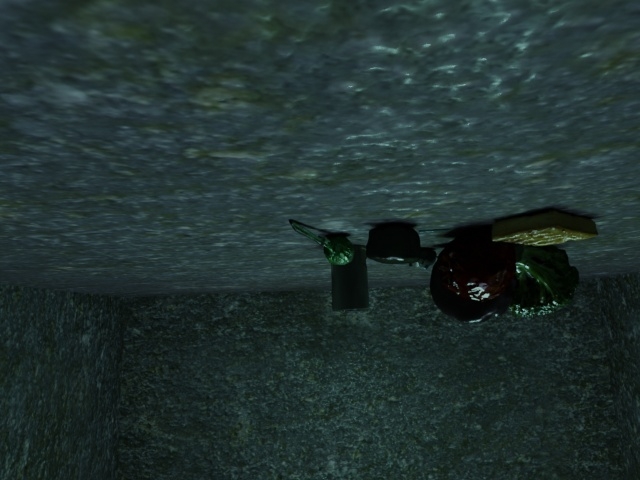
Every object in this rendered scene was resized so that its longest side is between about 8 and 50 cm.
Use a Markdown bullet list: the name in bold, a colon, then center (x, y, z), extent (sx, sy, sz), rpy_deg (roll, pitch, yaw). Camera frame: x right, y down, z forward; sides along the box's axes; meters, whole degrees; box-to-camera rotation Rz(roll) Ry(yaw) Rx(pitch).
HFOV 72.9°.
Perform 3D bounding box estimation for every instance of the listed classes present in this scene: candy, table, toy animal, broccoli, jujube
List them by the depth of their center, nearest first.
- **candy**: center (0.002, 0.001, 1.187), extent (0.097, 0.096, 0.324), rpy_deg (-8, 161, 28)
- **jujube**: center (0.471, 0.077, 1.295), extent (0.213, 0.212, 0.232), rpy_deg (-2, 169, -1)
- **table**: center (0.099, 0.132, 1.489), extent (0.127, 0.219, 0.126), rpy_deg (-2, 170, 0)
- **broccoli**: center (0.741, 0.130, 1.540), extent (0.275, 0.307, 0.308), rpy_deg (36, 152, -24)
- **toy animal**: center (0.422, 0.075, 1.646), extent (0.253, 0.079, 0.070), rpy_deg (9, -173, -41)

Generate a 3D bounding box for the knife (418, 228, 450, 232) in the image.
- **knife**: center (0.331, -0.028, 1.255), extent (0.091, 0.005, 0.014), rpy_deg (-3, 171, 3)

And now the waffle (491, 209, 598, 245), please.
- **waffle**: center (0.605, -0.029, 1.169), extent (0.274, 0.057, 0.168), rpy_deg (5, 167, -37)

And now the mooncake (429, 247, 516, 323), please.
- **mooncake**: center (0.524, 0.143, 1.496), extent (0.283, 0.282, 0.141), rpy_deg (-11, 171, 40)

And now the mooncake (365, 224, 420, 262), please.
- **mooncake**: center (0.193, 0.016, 1.201), extent (0.169, 0.104, 0.175), rpy_deg (-3, 173, -17)
